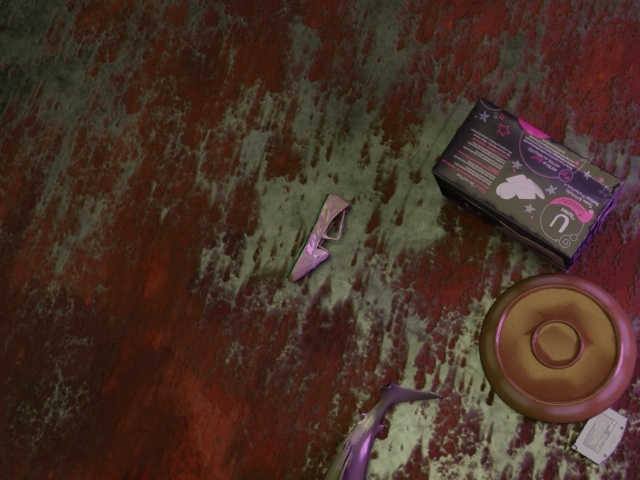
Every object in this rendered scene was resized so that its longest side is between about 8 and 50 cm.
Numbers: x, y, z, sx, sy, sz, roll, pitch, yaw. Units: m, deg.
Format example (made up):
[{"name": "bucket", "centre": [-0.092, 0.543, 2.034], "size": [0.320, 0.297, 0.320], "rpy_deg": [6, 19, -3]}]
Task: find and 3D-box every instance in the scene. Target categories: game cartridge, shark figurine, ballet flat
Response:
[{"name": "game cartridge", "centre": [0.421, 0.291, 1.348], "size": [0.056, 0.017, 0.083], "rpy_deg": [32, 85, 20]}, {"name": "shark figurine", "centre": [0.073, 0.347, 1.379], "size": [0.116, 0.166, 0.278], "rpy_deg": [35, 66, -8]}, {"name": "ballet flat", "centre": [0.000, 0.000, 1.483], "size": [0.052, 0.057, 0.168], "rpy_deg": [25, 83, 6]}]

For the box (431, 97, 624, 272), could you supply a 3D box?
[{"name": "box", "centre": [0.314, -0.079, 1.383], "size": [0.247, 0.163, 0.142], "rpy_deg": [35, 89, 17]}]

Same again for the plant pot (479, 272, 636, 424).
[{"name": "plant pot", "centre": [0.361, 0.160, 1.375], "size": [0.236, 0.032, 0.236], "rpy_deg": [-4, 73, 12]}]
